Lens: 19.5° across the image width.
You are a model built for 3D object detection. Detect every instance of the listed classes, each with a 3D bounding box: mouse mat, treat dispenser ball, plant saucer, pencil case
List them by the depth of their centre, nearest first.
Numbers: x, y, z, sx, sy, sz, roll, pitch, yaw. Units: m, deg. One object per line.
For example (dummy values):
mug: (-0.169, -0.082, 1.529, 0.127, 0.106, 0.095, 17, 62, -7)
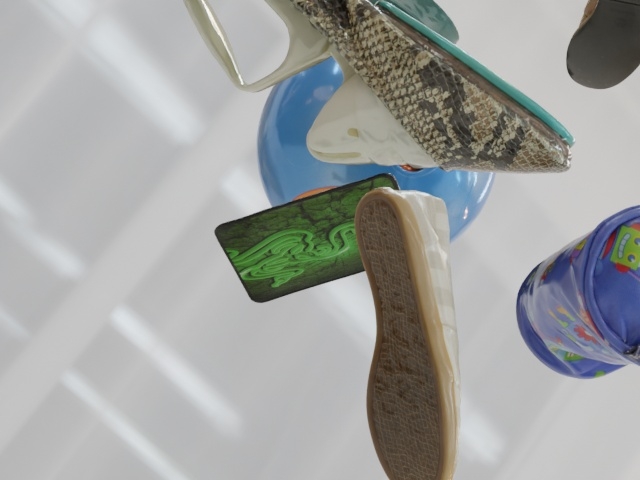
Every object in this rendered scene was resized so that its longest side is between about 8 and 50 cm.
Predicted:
pencil case: (0.247, 0.050, 1.527, 0.133, 0.119, 0.306, 40, -8, 1)
plant saucer: (0.085, -0.228, 1.871, 0.119, 0.021, 0.119, 36, -11, 8)
mouse mat: (0.000, 0.000, 1.886, 0.152, 0.189, 0.007, 64, 12, -54)
treat dispenser ball: (0.068, -0.110, 2.202, 0.288, 0.288, 0.288, 34, -17, 12)

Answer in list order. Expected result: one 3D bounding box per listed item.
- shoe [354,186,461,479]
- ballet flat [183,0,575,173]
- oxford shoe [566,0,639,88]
shoe: (0.072, 0.071, 1.291, 0.058, 0.219, 0.076, -3, -5, -45)
ballet flat: (0.007, -0.184, 1.680, 0.483, 0.182, 0.164, 46, 2, 12)
oxford shoe: (0.302, -0.234, 1.877, 0.076, 0.076, 0.212, 17, -37, 1)
